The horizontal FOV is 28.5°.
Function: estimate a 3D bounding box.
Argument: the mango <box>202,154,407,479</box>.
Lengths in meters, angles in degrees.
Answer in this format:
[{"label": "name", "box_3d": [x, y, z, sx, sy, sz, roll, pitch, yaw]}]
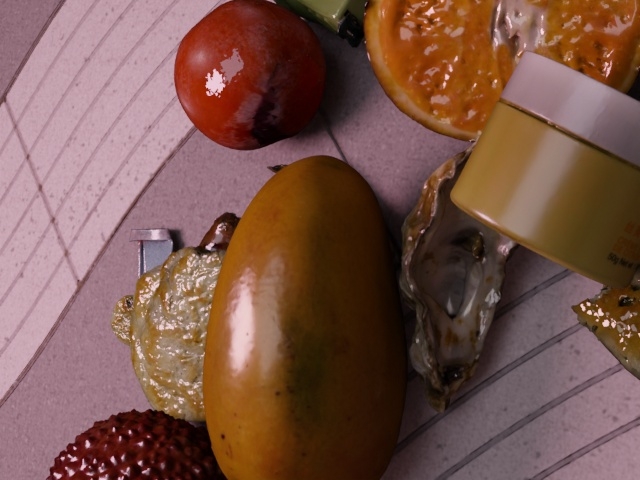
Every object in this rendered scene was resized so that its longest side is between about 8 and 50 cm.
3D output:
[{"label": "mango", "box_3d": [-0.012, 0.116, 1.537, 0.232, 0.300, 0.445, 4, 87, 28]}]

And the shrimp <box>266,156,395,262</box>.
[{"label": "shrimp", "box_3d": [0.001, 0.000, 1.713, 0.253, 0.058, 0.173, 41, 112, 29]}]

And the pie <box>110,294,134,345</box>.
[{"label": "pie", "box_3d": [-0.277, 0.123, 1.884, 0.085, 0.017, 0.085, 4, 100, 25]}]

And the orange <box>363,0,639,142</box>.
[{"label": "orange", "box_3d": [0.217, -0.249, 1.497, 0.310, 0.274, 0.274, -13, 68, -11]}]

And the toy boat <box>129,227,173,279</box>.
[{"label": "toy boat", "box_3d": [-0.253, 0.043, 1.893, 0.096, 0.034, 0.122, -1, 89, 40]}]

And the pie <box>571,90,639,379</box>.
[{"label": "pie", "box_3d": [0.437, -0.011, 1.403, 0.296, 0.078, 0.371, 8, 84, 34]}]

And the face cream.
[{"label": "face cream", "box_3d": [0.273, -0.075, 1.351, 0.218, 0.218, 0.179, 33, 100, 34]}]

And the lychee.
[{"label": "lychee", "box_3d": [-0.249, 0.356, 1.681, 0.300, 0.264, 0.264, -11, 75, 30]}]

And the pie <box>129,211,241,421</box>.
[{"label": "pie", "box_3d": [-0.157, 0.124, 1.764, 0.274, 0.105, 0.257, -34, 72, 25]}]

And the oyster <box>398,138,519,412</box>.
[{"label": "oyster", "box_3d": [0.161, 0.034, 1.517, 0.110, 0.166, 0.341, -141, 46, -57]}]

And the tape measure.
[{"label": "tape measure", "box_3d": [0.017, -0.371, 1.739, 0.200, 0.106, 0.175, 29, 86, 44]}]

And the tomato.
[{"label": "tomato", "box_3d": [-0.091, -0.222, 1.722, 0.208, 0.208, 0.184, -55, 48, 13]}]
